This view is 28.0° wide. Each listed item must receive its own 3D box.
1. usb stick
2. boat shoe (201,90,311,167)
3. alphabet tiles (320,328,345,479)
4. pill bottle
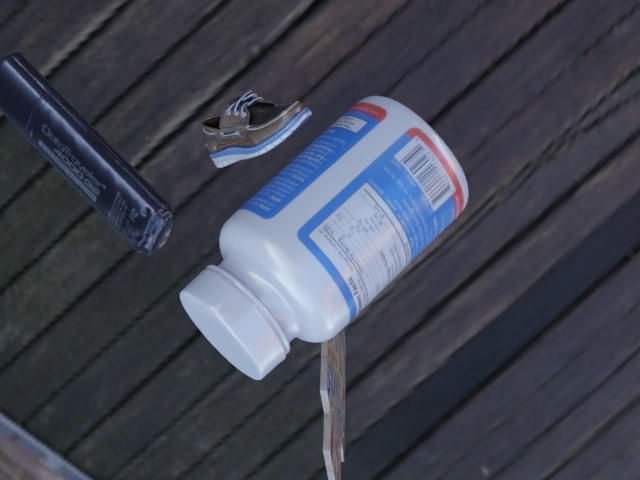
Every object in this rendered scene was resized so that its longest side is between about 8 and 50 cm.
[{"bbox_3d":[-0.263,-0.097,1.405,0.045,0.278,0.077,-29,157,-45],"label":"usb stick"},{"bbox_3d":[-0.084,-0.135,1.492,0.066,0.183,0.066,-45,107,-38],"label":"boat shoe"},{"bbox_3d":[0.013,0.141,1.303,0.009,0.237,0.198,-2,140,5],"label":"alphabet tiles"},{"bbox_3d":[0.000,0.000,1.000,0.221,0.124,0.124,-42,125,-17],"label":"pill bottle"}]
